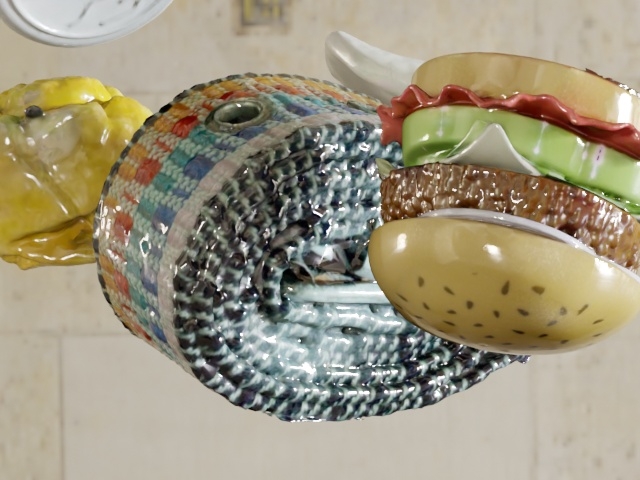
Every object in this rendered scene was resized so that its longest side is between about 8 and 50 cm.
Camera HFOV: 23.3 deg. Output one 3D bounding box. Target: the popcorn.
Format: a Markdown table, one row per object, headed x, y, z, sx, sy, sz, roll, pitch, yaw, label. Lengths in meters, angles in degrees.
| x | y | z | sx | sy | sz | roll | pitch | yaw | label |
| --- | --- | --- | --- | --- | --- | --- | --- | --- | --- |
| -0.192 | -0.050 | 1.138 | 0.167 | 0.148 | 0.152 | 8 | -14 | 7 | popcorn |

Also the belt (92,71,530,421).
| x | y | z | sx | sy | sz | roll | pitch | yaw | label |
| --- | --- | --- | --- | --- | --- | --- | --- | --- | --- |
| 0.000 | 0.000 | 1.022 | 0.295 | 0.206 | 0.160 | -2 | 19 | -35 | belt |

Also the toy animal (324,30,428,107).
| x | y | z | sx | sy | sz | roll | pitch | yaw | label |
| --- | --- | --- | --- | --- | --- | --- | --- | --- | --- |
| 0.076 | -0.029 | 1.248 | 0.289 | 0.249 | 0.174 | 17 | 36 | 21 | toy animal |

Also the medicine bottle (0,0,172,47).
| x | y | z | sx | sy | sz | roll | pitch | yaw | label |
| --- | --- | --- | --- | --- | --- | --- | --- | --- | --- |
| -0.230 | -0.333 | 1.217 | 0.242 | 0.242 | 0.395 | -2 | 39 | -34 | medicine bottle |

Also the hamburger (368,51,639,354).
| x | y | z | sx | sy | sz | roll | pitch | yaw | label |
| --- | --- | --- | --- | --- | --- | --- | --- | --- | --- |
| 0.100 | -0.010 | 0.812 | 0.175 | 0.137 | 0.175 | 14 | -17 | 4 | hamburger |
